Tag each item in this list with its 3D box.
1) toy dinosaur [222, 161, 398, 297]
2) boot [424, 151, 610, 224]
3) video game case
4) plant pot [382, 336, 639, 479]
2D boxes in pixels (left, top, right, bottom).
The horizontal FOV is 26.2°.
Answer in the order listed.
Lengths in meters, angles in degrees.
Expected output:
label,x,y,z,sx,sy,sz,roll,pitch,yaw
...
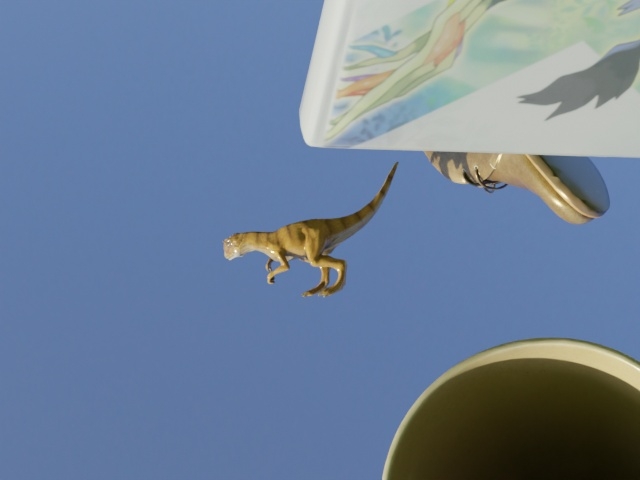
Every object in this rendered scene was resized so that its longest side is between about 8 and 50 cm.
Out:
label,x,y,z,sx,sy,sz,roll,pitch,yaw
toy dinosaur,0.000,0.000,1.478,0.211,0.064,0.112,-16,-85,1
boot,0.207,-0.086,1.509,0.112,0.115,0.305,22,-160,-36
video game case,0.162,-0.173,0.750,0.300,0.329,0.036,1,-132,-13
plant pot,0.201,0.252,1.157,0.256,0.274,0.256,-6,-118,11
